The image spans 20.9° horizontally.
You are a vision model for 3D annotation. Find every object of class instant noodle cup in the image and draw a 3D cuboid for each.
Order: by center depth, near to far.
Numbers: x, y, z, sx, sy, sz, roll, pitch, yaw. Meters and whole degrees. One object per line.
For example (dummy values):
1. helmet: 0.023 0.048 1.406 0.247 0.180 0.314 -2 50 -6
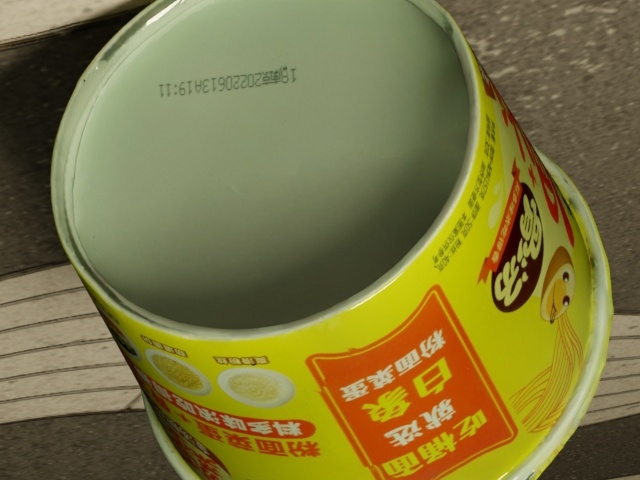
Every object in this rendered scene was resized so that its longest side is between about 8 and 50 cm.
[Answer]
1. instant noodle cup: 0.000 0.000 0.967 0.311 0.311 0.221 -17 149 10
